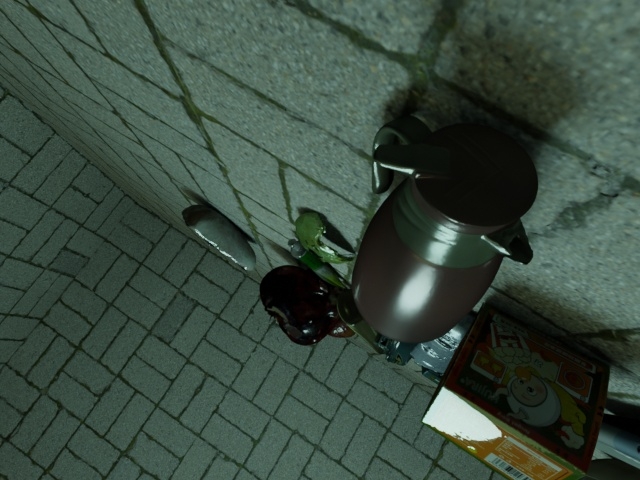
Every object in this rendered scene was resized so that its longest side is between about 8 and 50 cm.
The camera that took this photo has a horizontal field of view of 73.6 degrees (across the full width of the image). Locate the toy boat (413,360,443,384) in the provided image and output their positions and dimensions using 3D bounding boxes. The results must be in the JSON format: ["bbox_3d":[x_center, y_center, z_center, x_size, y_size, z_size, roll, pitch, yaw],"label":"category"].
[{"bbox_3d":[0.385,0.371,1.170,0.245,0.093,0.103,30,135,-8],"label":"toy boat"}]

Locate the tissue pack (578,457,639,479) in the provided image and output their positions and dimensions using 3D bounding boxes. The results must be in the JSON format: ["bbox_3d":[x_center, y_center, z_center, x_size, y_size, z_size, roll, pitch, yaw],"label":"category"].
[{"bbox_3d":[0.729,0.658,0.978,0.276,0.268,0.387,32,168,18],"label":"tissue pack"}]

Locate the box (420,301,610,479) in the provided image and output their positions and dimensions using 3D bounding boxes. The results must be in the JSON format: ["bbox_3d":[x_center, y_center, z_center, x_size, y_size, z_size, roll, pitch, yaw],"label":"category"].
[{"bbox_3d":[0.287,0.231,0.642,0.194,0.177,0.148,29,142,21],"label":"box"}]

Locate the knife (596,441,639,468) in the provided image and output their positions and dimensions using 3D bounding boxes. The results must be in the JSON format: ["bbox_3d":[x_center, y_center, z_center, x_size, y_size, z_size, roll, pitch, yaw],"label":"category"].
[{"bbox_3d":[0.644,0.440,0.917,0.073,0.040,0.265,49,164,-13],"label":"knife"}]

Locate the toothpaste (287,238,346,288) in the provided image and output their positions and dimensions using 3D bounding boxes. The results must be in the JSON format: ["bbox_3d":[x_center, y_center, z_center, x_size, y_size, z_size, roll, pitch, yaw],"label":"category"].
[{"bbox_3d":[-0.012,0.062,1.116,0.078,0.047,0.248,27,168,41],"label":"toothpaste"}]

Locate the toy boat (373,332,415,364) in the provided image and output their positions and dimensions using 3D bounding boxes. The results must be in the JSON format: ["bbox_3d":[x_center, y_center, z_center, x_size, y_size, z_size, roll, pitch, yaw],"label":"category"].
[{"bbox_3d":[0.214,0.273,1.169,0.122,0.114,0.296,21,164,16],"label":"toy boat"}]

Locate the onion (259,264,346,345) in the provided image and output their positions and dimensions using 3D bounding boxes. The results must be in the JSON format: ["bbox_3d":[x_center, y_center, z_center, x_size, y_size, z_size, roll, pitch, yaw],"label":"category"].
[{"bbox_3d":[-0.064,0.190,1.338,0.280,0.221,0.281,17,135,18],"label":"onion"}]

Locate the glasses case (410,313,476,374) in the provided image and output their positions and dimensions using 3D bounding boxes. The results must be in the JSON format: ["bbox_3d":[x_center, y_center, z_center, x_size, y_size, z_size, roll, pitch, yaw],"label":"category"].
[{"bbox_3d":[0.260,0.213,0.878,0.109,0.067,0.283,27,151,12],"label":"glasses case"}]

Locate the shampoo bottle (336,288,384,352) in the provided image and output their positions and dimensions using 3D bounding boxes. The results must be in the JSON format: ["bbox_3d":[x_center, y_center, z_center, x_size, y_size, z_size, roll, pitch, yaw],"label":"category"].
[{"bbox_3d":[0.150,0.259,1.296,0.350,0.084,0.126,50,-163,-53],"label":"shampoo bottle"}]

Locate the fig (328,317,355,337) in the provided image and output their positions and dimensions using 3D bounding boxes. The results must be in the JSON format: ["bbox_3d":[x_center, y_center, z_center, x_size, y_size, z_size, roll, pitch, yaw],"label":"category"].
[{"bbox_3d":[0.098,0.290,1.501,0.201,0.134,0.146,34,179,-41],"label":"fig"}]

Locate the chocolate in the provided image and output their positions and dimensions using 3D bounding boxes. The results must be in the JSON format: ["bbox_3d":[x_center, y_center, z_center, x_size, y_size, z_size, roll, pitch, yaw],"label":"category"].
[{"bbox_3d":[-0.331,-0.018,1.466,0.303,0.100,0.185,46,173,-34],"label":"chocolate"}]

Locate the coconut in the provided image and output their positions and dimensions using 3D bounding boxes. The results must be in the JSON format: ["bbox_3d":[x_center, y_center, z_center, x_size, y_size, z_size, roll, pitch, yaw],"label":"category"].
[{"bbox_3d":[0.000,0.005,0.860,0.158,0.055,0.133,43,162,-31],"label":"coconut"}]

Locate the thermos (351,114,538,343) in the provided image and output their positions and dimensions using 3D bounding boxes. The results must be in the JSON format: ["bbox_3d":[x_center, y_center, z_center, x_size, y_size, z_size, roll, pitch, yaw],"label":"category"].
[{"bbox_3d":[0.104,-0.008,0.425,0.177,0.145,0.265,56,167,22],"label":"thermos"}]

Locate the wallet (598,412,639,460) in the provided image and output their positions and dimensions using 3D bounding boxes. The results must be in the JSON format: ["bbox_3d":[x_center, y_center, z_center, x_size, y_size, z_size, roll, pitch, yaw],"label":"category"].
[{"bbox_3d":[0.541,0.331,0.705,0.169,0.070,0.231,16,171,-2],"label":"wallet"}]
